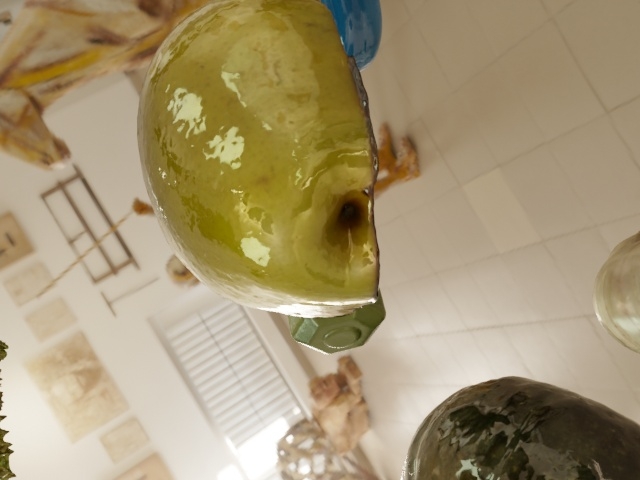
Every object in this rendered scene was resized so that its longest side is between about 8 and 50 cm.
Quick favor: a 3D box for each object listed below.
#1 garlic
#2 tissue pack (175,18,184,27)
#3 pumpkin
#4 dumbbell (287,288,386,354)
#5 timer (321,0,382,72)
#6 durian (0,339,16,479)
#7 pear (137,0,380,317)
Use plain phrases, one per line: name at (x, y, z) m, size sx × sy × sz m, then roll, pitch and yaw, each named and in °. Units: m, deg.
garlic at (0.370, 0.071, 0.713) m, size 0.226 × 0.199 × 0.199 m, roll 60°, pitch 161°, yaw 9°
tissue pack at (-0.213, -0.262, 1.492) m, size 0.145 × 0.194 × 0.274 m, roll 22°, pitch -154°, yaw -36°
pumpkin at (0.322, 0.402, 1.139) m, size 0.454 × 0.344 × 0.454 m, roll 32°, pitch 158°, yaw 15°
dumbbell at (0.000, 0.000, 1.054) m, size 0.121 × 0.108 × 0.301 m, roll 29°, pitch -143°, yaw -43°
timer at (-0.049, -0.383, 1.152) m, size 0.340 × 0.115 × 0.309 m, roll 26°, pitch 135°, yaw 58°
durian at (-0.387, 0.164, 0.739) m, size 0.200 × 0.177 × 0.236 m, roll 6°, pitch 91°, yaw 50°
pear at (-0.080, -0.076, 0.803) m, size 0.386 × 0.192 × 0.340 m, roll -121°, pitch 25°, yaw -68°
